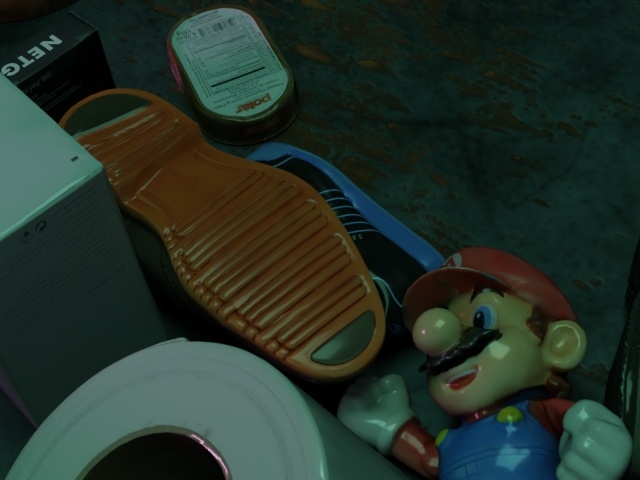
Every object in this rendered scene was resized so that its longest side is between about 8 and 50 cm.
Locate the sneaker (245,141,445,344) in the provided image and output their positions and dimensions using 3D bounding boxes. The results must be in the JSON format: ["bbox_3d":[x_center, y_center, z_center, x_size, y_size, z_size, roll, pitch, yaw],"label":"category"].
[{"bbox_3d":[0.000,0.000,0.992,0.232,0.081,0.090,35,55,29],"label":"sneaker"}]

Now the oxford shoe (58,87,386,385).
[{"bbox_3d":[-0.077,0.009,0.961,0.130,0.133,0.363,-33,52,-21],"label":"oxford shoe"}]

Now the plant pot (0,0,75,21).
[{"bbox_3d":[-0.356,-0.411,1.275,0.237,0.254,0.237,-3,50,4],"label":"plant pot"}]

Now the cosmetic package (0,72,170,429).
[{"bbox_3d":[-0.258,-0.004,0.937,0.138,0.225,0.224,-38,55,-19],"label":"cosmetic package"}]

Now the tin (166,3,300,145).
[{"bbox_3d":[-0.090,-0.170,1.179,0.106,0.040,0.190,-24,51,-7],"label":"tin"}]

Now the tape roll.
[{"bbox_3d":[-0.064,0.205,0.721,0.246,0.169,0.246,-16,54,24],"label":"tape roll"}]

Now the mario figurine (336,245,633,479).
[{"bbox_3d":[0.103,0.134,0.811,0.198,0.170,0.320,-5,51,6],"label":"mario figurine"}]

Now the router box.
[{"bbox_3d":[-0.269,-0.108,1.086,0.046,0.133,0.179,34,61,29],"label":"router box"}]

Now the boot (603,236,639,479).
[{"bbox_3d":[0.307,0.084,0.885,0.161,0.083,0.246,14,55,12],"label":"boot"}]
